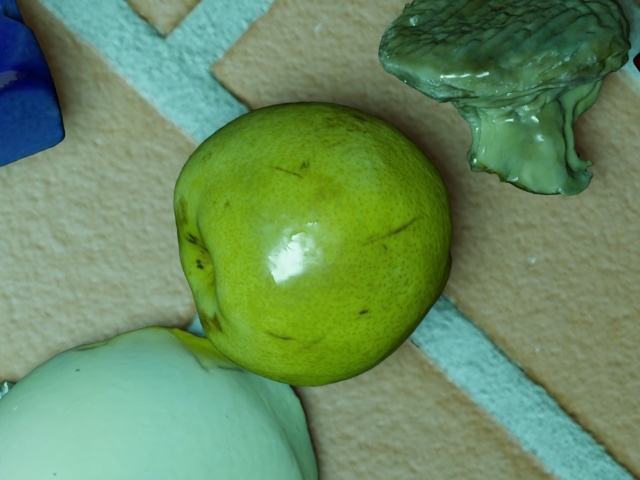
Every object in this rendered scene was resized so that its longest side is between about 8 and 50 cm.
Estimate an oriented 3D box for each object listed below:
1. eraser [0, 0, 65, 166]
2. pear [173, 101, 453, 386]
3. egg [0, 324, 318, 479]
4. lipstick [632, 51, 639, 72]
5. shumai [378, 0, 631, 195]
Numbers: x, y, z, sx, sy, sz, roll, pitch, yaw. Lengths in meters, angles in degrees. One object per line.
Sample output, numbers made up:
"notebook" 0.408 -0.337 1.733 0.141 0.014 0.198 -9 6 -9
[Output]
"eraser" -0.358 -0.080 1.176 0.332 0.101 0.155 -22 52 -14
"pear" 0.000 0.000 1.236 0.209 0.209 0.209 0 88 -13
"egg" -0.122 0.203 1.211 0.286 0.174 0.264 -17 96 -17
"lipstick" 0.347 -0.072 1.380 0.080 0.080 0.241 -34 97 -12
"shumai" 0.149 -0.120 1.315 0.209 0.161 0.153 -27 118 -35
